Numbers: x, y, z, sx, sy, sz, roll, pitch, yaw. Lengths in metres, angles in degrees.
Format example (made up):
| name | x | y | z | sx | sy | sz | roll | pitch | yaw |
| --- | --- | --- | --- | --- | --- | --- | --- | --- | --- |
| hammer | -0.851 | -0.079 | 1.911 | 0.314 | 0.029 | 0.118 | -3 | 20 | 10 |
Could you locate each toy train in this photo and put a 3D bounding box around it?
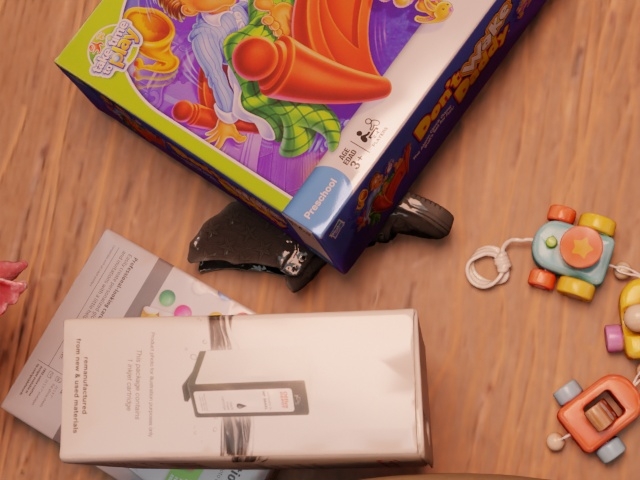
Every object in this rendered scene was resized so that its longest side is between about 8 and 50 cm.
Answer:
| name | x | y | z | sx | sy | sz | roll | pitch | yaw |
| --- | --- | --- | --- | --- | --- | --- | --- | --- | --- |
| toy train | 0.173 | 0.056 | 0.815 | 0.125 | 0.046 | 0.166 | -32 | 77 | 1 |

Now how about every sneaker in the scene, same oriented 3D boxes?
| name | x | y | z | sx | sy | sz | roll | pitch | yaw |
| --- | --- | --- | --- | --- | --- | --- | --- | --- | --- |
| sneaker | 0.000 | -0.001 | 0.849 | 0.170 | 0.051 | 0.089 | 16 | 81 | 16 |

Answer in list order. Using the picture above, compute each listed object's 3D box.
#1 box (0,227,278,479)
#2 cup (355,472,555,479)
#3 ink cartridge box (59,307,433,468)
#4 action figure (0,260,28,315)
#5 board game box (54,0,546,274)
| name | x | y | z | sx | sy | sz | roll | pitch | yaw |
| --- | --- | --- | --- | --- | --- | --- | --- | --- | --- |
| box | -0.103 | 0.099 | 0.850 | 0.186 | 0.038 | 0.145 | 29 | 85 | 11 |
| cup | 0.095 | 0.260 | 0.677 | 0.237 | 0.331 | 0.331 | -21 | 76 | -24 |
| ink cartridge box | -0.036 | 0.094 | 0.746 | 0.203 | 0.148 | 0.086 | -2 | 77 | 6 |
| action figure | -0.343 | 0.115 | 0.774 | 0.370 | 0.248 | 0.276 | -23 | 78 | 6 |
| board game box | 0.020 | -0.185 | 0.837 | 0.233 | 0.078 | 0.347 | 33 | 82 | 22 |
